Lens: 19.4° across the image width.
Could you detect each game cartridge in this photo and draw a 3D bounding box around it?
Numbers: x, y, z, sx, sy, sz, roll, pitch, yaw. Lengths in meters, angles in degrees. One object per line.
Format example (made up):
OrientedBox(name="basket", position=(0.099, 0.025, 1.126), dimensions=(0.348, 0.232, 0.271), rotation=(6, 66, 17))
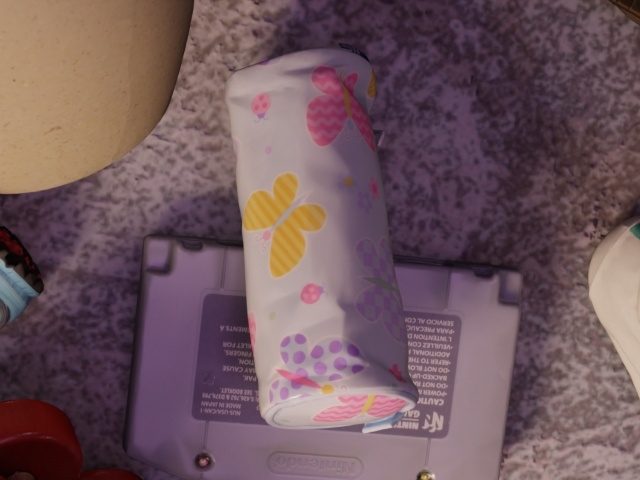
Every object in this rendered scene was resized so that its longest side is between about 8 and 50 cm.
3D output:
OrientedBox(name="game cartridge", position=(0.001, 0.104, 1.434), dimensions=(0.294, 0.060, 0.196), rotation=(6, 93, -10))

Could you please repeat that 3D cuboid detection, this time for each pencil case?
OrientedBox(name="pencil case", position=(0.000, 0.000, 1.340), dimensions=(0.113, 0.124, 0.273), rotation=(-15, 70, 25))

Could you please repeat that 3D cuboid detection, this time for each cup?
OrientedBox(name="cup", position=(-0.213, -0.173, 1.251), dimensions=(0.331, 0.331, 0.237), rotation=(-24, 127, -6))

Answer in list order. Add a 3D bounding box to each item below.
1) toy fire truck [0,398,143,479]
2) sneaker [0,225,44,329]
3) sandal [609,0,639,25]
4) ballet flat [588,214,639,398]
OrientedBox(name="toy fire truck", position=(-0.235, 0.270, 1.322), dimensions=(0.254, 0.169, 0.302), rotation=(-31, 143, 5))
OrientedBox(name="sneaker", position=(-0.330, -0.009, 1.336), dimensions=(0.262, 0.104, 0.125), rotation=(41, 92, -12))
OrientedBox(name="sandal", position=(0.251, -0.214, 1.433), dimensions=(0.219, 0.060, 0.090), rotation=(33, 98, -27))
OrientedBox(name="ballet flat", position=(0.336, 0.161, 1.458), dimensions=(0.139, 0.139, 0.400), rotation=(-32, 102, -4))
